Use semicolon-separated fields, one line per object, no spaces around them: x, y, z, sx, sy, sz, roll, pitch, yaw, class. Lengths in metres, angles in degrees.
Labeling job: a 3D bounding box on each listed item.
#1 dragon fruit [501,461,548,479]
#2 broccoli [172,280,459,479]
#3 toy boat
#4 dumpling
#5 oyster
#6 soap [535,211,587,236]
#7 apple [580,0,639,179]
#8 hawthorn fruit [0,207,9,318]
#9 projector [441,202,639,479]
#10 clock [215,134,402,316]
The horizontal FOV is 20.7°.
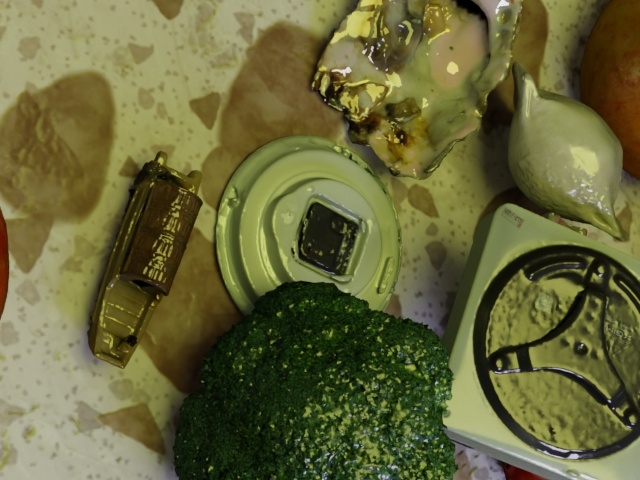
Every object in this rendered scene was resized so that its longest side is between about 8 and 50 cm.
0.262;0.238;1.978;0.136;0.133;0.166;4;95;6;dragon fruit
0.003;0.190;1.772;0.275;0.307;0.308;22;70;-64;broccoli
-0.177;0.019;1.767;0.068;0.088;0.226;27;71;-26;toy boat
0.279;-0.094;2.006;0.215;0.166;0.126;32;93;-1;dumpling
0.127;-0.239;1.979;0.201;0.107;0.355;28;83;-4;oyster
0.224;0.074;1.979;0.065;0.122;0.203;24;74;-27;soap
0.473;-0.204;2.073;0.299;0.275;0.299;0;91;-32;apple
-0.410;0.023;1.529;0.284;0.284;0.284;4;83;-30;hawthorn fruit
0.262;0.121;1.872;0.257;0.079;0.259;23;72;-14;projector
0.000;0.000;1.895;0.236;0.053;0.236;3;84;-31;clock
